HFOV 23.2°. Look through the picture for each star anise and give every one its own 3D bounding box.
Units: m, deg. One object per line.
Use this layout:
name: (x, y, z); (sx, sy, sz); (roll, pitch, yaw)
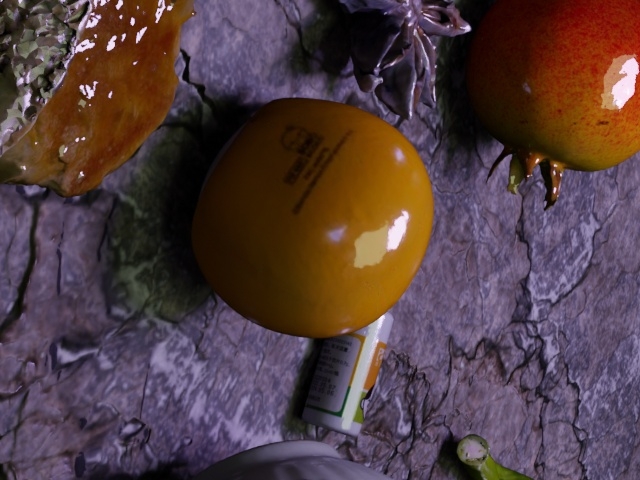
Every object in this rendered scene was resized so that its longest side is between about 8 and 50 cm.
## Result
star anise: (0.065, -0.210, 1.476); (0.262, 0.081, 0.230); (-61, 145, -42)

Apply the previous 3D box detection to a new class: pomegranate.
pomegranate: (0.264, -0.160, 1.682); (0.221, 0.221, 0.256); (13, 97, -57)

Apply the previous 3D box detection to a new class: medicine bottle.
medicine bottle: (0.042, 0.085, 1.572); (0.092, 0.061, 0.220); (51, 55, -79)

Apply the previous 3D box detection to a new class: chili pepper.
chili pepper: (0.207, 0.277, 1.881); (0.050, 0.052, 0.202); (-44, 145, 3)

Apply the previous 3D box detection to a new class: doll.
doll: (0.000, 0.000, 1.359); (0.213, 0.213, 0.236); (-58, 156, -27)

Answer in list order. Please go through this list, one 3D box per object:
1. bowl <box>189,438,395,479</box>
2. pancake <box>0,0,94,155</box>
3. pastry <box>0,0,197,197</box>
bowl: (-0.034, 0.277, 1.378); (0.337, 0.337, 0.157); (30, 36, -56)
pancake: (-0.297, -0.170, 0.887); (0.387, 0.082, 0.386); (-13, 113, -34)
pastry: (-0.189, -0.144, 1.103); (0.218, 0.100, 0.229); (-59, 148, -18)
